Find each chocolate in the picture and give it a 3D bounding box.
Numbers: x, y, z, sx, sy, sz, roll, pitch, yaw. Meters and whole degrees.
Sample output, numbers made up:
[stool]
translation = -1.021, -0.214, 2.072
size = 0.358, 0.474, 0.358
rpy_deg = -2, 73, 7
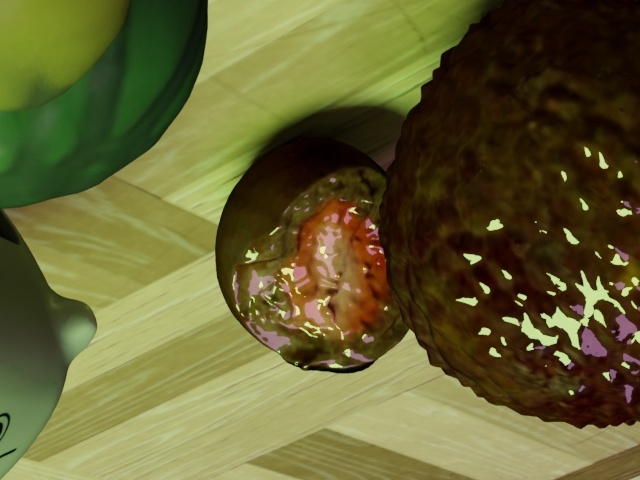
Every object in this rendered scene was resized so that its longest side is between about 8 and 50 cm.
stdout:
[chocolate]
translation = 0.000, 0.000, 1.089
size = 0.124, 0.127, 0.133
rpy_deg = -27, 139, -48

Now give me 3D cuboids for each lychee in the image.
[lychee]
translation = 0.158, -0.013, 0.999
size = 0.260, 0.261, 0.260
rpy_deg = -10, 154, -5

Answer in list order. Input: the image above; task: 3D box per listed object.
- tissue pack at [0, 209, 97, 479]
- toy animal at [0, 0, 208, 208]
[tissue pack]
translation = -0.267, 0.038, 0.884
size = 0.236, 0.229, 0.333
rpy_deg = -32, 166, 7
[toy animal]
translation = -0.151, -0.123, 0.692
size = 0.216, 0.191, 0.338
rpy_deg = -20, 152, 1
